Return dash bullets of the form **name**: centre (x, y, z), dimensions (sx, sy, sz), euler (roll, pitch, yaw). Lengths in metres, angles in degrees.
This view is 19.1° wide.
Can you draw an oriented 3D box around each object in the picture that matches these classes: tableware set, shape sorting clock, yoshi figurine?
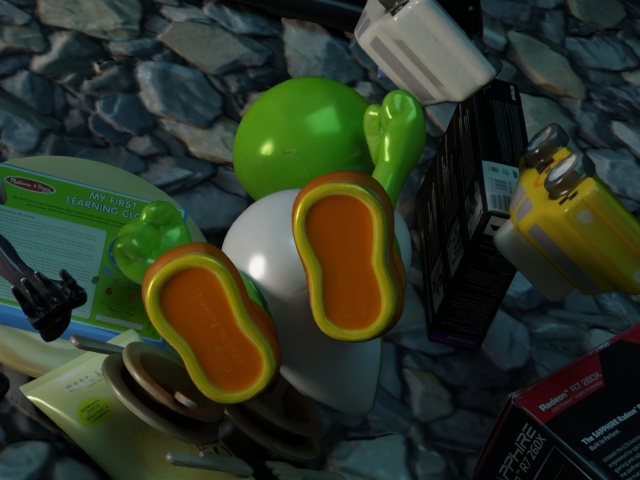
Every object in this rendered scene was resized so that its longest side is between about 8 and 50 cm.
- **tableware set**: centre (-0.060, 0.099, 1.229), dimensions (0.128, 0.039, 0.194), euler (45, 17, 34)
- **shape sorting clock**: centre (-0.173, 0.019, 1.337), dimensions (0.206, 0.040, 0.206), euler (10, 51, -12)
- **yoshi figurine**: centre (-0.018, -0.022, 1.283), dimensions (0.204, 0.203, 0.362), euler (23, 10, 3)

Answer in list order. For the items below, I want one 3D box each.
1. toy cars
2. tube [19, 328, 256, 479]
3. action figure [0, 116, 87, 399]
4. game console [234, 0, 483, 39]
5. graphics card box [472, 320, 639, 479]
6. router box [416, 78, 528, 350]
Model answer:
- **toy cars**: centre (0.116, -0.074, 1.337), dimensions (0.393, 0.087, 0.176), euler (53, 9, 36)
- **tube**: centre (-0.088, 0.150, 1.209), dimensions (0.240, 0.062, 0.070), euler (44, 14, 29)
- **action figure**: centre (-0.268, -0.024, 1.234), dimensions (0.164, 0.141, 0.276), euler (-34, 53, -19)
- **game console**: centre (-0.032, -0.318, 1.823), dimensions (0.387, 0.060, 0.342), euler (13, 43, -11)
- **graphics card box**: centre (0.313, 0.215, 1.307), dimensions (0.371, 0.094, 0.233), euler (41, 40, 24)
- **router box**: centre (0.119, -0.025, 1.466), dimensions (0.046, 0.133, 0.179), euler (13, 38, -12)
